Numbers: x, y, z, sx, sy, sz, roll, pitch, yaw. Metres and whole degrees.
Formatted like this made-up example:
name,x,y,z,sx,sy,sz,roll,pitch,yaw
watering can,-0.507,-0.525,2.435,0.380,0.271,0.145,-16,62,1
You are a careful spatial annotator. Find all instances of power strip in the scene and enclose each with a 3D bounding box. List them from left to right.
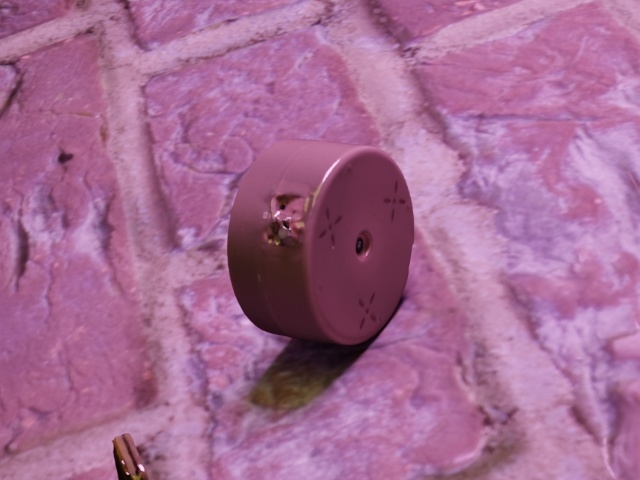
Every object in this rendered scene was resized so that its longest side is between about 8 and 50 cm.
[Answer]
name,x,y,z,sx,sy,sz,roll,pitch,yaw
power strip,0.000,0.000,1.301,0.078,0.154,0.154,8,40,35

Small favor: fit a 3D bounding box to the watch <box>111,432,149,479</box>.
name,x,y,z,sx,sy,sz,roll,pitch,yaw
watch,-0.004,0.203,0.868,0.164,0.268,0.102,-10,30,-2
